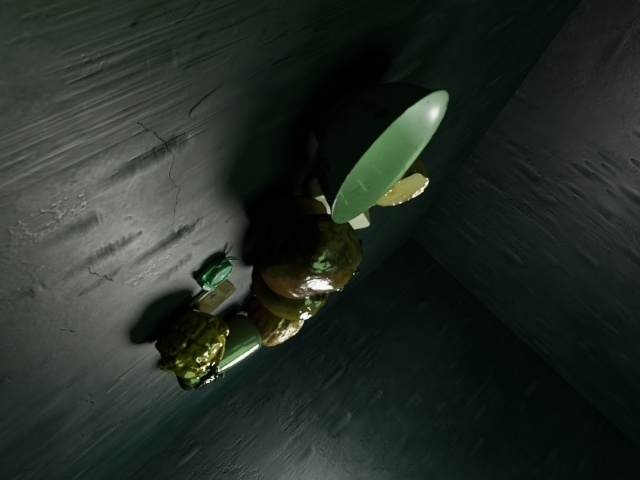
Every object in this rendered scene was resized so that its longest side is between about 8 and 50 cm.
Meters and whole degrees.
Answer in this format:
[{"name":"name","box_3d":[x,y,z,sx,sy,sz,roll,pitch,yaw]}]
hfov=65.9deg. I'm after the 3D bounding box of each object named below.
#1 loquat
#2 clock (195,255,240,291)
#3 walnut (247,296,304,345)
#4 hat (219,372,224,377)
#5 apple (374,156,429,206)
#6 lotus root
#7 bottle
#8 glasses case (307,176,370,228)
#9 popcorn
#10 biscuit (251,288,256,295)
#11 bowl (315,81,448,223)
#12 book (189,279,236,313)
[{"name":"loquat","box_3d":[-0.090,0.131,1.678,0.276,0.284,0.275,-32,142,-30]},{"name":"clock","box_3d":[-0.298,0.090,1.449,0.135,0.041,0.101,-45,166,-3]},{"name":"walnut","box_3d":[-0.183,0.316,2.067,0.257,0.257,0.224,-51,-162,21]},{"name":"hat","box_3d":[-0.478,0.540,2.167,0.175,0.085,0.147,-27,-149,17]},{"name":"apple","box_3d":[0.208,-0.235,1.688,0.293,0.163,0.251,2,157,-27]},{"name":"lotus root","box_3d":[-0.048,0.000,1.385,0.316,0.316,0.250,-47,157,6]},{"name":"bottle","box_3d":[-0.401,0.434,1.894,0.347,0.168,0.168,-32,161,-35]},{"name":"glasses case","box_3d":[0.066,-0.118,1.610,0.131,0.070,0.313,-11,158,16]},{"name":"popcorn","box_3d":[-0.400,0.326,1.539,0.250,0.190,0.250,-38,158,-18]},{"name":"biscuit","box_3d":[-0.148,0.154,1.982,0.186,0.044,0.295,-22,177,24]},{"name":"bowl","box_3d":[0.116,-0.267,1.296,0.435,0.196,0.435,-44,166,-14]},{"name":"book","box_3d":[-0.351,0.186,1.627,0.138,0.016,0.198,-43,166,-10]}]
